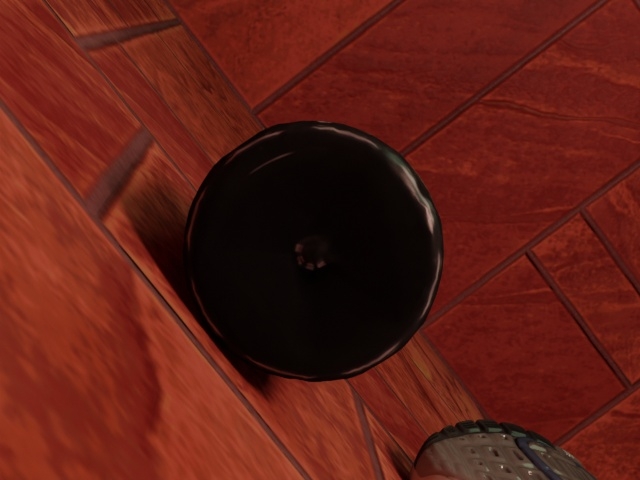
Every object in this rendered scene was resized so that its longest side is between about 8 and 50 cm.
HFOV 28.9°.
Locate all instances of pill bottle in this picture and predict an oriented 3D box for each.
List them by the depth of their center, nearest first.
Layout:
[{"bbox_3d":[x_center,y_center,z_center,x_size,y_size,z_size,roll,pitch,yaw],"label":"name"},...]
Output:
[{"bbox_3d":[0.000,0.000,0.669,0.123,0.122,0.219,53,3,-2],"label":"pill bottle"}]

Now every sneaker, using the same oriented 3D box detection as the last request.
[{"bbox_3d":[0.175,0.227,0.863,0.297,0.129,0.111,31,14,-22],"label":"sneaker"}]
